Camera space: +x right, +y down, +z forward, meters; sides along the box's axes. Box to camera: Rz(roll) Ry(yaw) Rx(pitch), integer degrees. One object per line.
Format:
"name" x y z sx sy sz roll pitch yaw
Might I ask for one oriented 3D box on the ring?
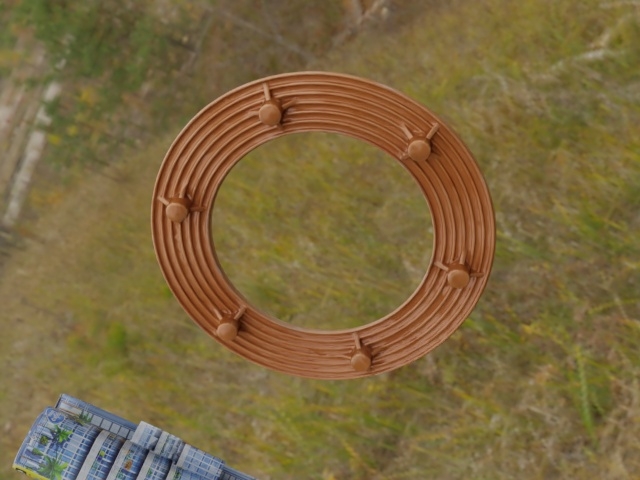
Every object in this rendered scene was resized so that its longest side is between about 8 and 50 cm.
"ring" 0.000 0.000 1.072 0.336 0.336 0.032 -54 10 27

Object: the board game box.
"board game box" -0.094 0.165 0.735 0.194 0.194 0.060 129 164 -73
